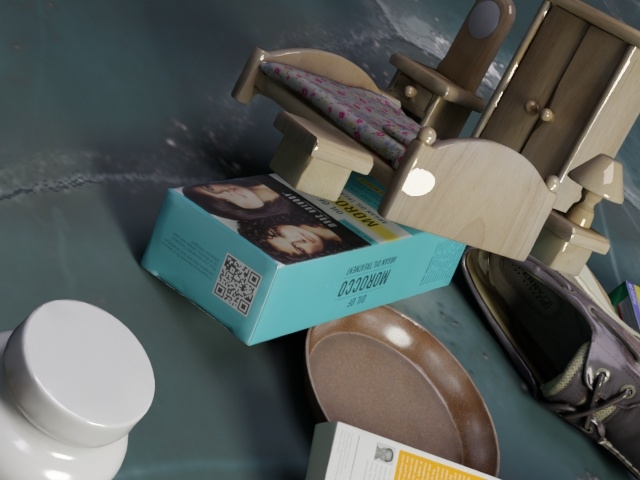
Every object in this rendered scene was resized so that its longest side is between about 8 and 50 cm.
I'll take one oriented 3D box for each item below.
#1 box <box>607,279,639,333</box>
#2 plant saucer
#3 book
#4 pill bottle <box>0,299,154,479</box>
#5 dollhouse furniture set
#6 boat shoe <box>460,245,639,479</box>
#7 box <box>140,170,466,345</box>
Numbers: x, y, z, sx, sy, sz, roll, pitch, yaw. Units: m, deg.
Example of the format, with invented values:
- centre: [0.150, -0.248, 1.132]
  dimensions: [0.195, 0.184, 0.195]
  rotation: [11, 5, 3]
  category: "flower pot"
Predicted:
- centre: [0.334, 0.116, 1.230]
  dimensions: [0.179, 0.043, 0.105]
  rotation: [27, 37, -29]
  category: "box"
- centre: [0.050, 0.115, 0.924]
  dimensions: [0.168, 0.029, 0.168]
  rotation: [29, 36, -23]
  category: "plant saucer"
- centre: [0.052, 0.176, 0.825]
  dimensions: [0.144, 0.035, 0.096]
  rotation: [25, 66, -30]
  category: "book"
- centre: [-0.142, 0.096, 0.614]
  dimensions: [0.086, 0.152, 0.086]
  rotation: [29, 36, -24]
  category: "pill bottle"
- centre: [0.068, -0.135, 0.975]
  dimensions: [0.356, 0.173, 0.303]
  rotation: [16, 17, -43]
  category: "dollhouse furniture set"
- centre: [0.208, 0.102, 1.056]
  dimensions: [0.092, 0.103, 0.285]
  rotation: [-12, 59, -47]
  category: "boat shoe"
- centre: [0.000, 0.000, 0.936]
  dimensions: [0.100, 0.060, 0.244]
  rotation: [34, 26, 27]
  category: "box"
